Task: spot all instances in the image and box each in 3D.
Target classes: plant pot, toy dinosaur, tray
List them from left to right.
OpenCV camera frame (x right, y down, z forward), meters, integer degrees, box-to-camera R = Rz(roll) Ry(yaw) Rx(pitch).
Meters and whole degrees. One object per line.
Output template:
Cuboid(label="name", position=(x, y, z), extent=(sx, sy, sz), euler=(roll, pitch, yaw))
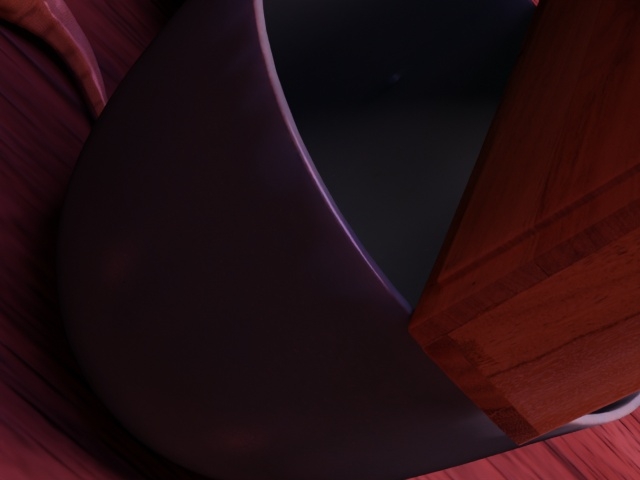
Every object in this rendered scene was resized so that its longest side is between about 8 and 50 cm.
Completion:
Cuboid(label="toy dinosaur", position=(-0.177, -0.152, 0.706), extent=(0.211, 0.064, 0.112), euler=(41, 67, -22))
Cuboid(label="plant pot", position=(0.000, 0.000, 0.631), extent=(0.293, 0.235, 0.293), euler=(30, 43, -33))
Cuboid(label="tray", position=(0.180, -0.106, 0.546), extent=(0.076, 0.203, 0.411), euler=(46, 37, -13))

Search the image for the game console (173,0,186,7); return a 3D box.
Cuboid(label="game console", position=(0.046, -0.159, 0.868), extent=(0.293, 0.250, 0.173), euler=(42, 65, -20))
